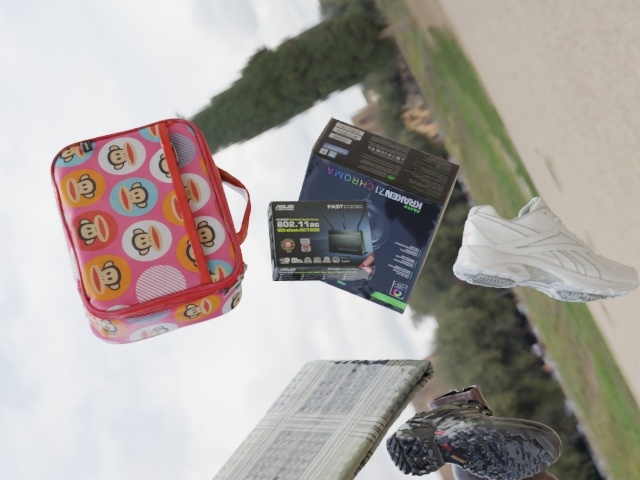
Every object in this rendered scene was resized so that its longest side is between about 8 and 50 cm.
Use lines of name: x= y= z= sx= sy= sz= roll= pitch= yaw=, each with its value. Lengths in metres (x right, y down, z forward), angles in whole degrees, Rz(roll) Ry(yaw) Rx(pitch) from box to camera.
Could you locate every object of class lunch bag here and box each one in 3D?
lunch bag: x=-0.217 y=-0.019 z=1.599 sx=0.120 sy=0.258 sz=0.293 roll=92 pitch=160 yaw=-60

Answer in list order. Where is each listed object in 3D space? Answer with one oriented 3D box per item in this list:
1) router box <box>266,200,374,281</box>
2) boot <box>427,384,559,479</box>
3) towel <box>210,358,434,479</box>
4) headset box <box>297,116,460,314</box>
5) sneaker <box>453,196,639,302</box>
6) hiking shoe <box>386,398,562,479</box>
router box: x=0.000 y=0.000 z=1.396 sx=0.038 sy=0.122 sz=0.092 roll=107 pitch=159 yaw=-58
boot: x=0.248 y=0.298 z=1.598 sx=0.206 sy=0.090 sz=0.248 roll=64 pitch=152 yaw=-1
towel: x=-0.009 y=0.299 z=1.724 sx=0.312 sy=0.324 sz=0.056 roll=-8 pitch=124 yaw=53
headset box: x=0.081 y=-0.035 z=2.068 sx=0.131 sy=0.246 sz=0.283 roll=-61 pitch=-9 yaw=-50
sneaker: x=0.276 y=0.007 z=1.390 sx=0.090 sy=0.232 sz=0.115 roll=150 pitch=130 yaw=-70
hiking shoe: x=0.196 y=0.233 z=1.456 sx=0.114 sy=0.227 sz=0.086 roll=-49 pitch=-53 yaw=-49
